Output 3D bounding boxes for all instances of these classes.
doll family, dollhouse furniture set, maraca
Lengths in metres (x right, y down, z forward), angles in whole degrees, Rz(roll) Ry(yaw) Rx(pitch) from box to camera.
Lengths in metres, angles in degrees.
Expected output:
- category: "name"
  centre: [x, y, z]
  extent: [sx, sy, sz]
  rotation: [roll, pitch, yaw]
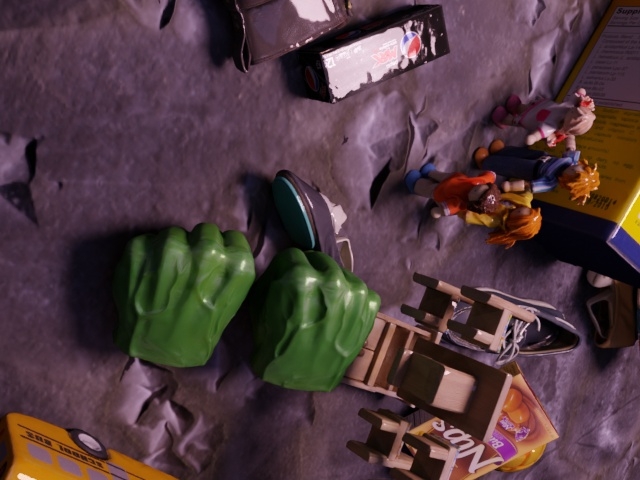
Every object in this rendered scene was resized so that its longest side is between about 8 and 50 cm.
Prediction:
- category: "doll family"
  centre: [0.250, -0.077, 0.865]
  extent: [0.263, 0.163, 0.118]
  rotation: [-39, 122, -15]
- category: "dollhouse furniture set"
  centre: [0.130, 0.160, 0.816]
  extent: [0.161, 0.242, 0.212]
  rotation: [24, 85, -35]
- category: "maraca"
  centre: [0.298, 0.302, 1.067]
  extent: [0.127, 0.099, 0.186]
  rotation: [-47, 149, 1]

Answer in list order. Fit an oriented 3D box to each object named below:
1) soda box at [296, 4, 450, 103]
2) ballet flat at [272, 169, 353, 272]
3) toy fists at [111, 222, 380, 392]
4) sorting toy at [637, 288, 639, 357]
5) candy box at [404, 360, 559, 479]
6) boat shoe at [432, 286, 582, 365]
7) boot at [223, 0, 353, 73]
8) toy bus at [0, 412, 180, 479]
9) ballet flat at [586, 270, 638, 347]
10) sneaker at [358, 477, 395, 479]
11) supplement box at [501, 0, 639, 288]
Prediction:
- category: "soda box"
  centre: [0.061, -0.210, 0.771]
  extent: [0.169, 0.053, 0.060]
  rotation: [-27, 119, -21]
- category: "ballet flat"
  centre: [0.000, 0.000, 0.796]
  extent: [0.074, 0.074, 0.203]
  rotation: [-27, 120, -22]
- category: "toy fists"
  centre: [-0.073, 0.061, 0.722]
  extent: [0.279, 0.096, 0.142]
  rotation: [15, 118, -17]
- category: "sorting toy"
  centre: [0.536, 0.101, 1.126]
  extent: [0.208, 0.038, 0.193]
  rotation: [59, 41, -38]
- category: "candy box"
  centre: [0.217, 0.261, 0.959]
  extent: [0.187, 0.053, 0.109]
  rotation: [-31, 98, 12]
- category: "boat shoe"
  centre: [0.273, 0.130, 1.000]
  extent: [0.255, 0.079, 0.095]
  rotation: [13, 104, -33]
- category: "boot"
  centre: [-0.019, -0.318, 0.678]
  extent: [0.263, 0.091, 0.229]
  rotation: [-37, 127, -12]
- category: "toy bus"
  centre: [-0.212, 0.298, 0.725]
  extent: [0.333, 0.130, 0.108]
  rotation: [40, 83, -34]
- category: "ballet flat"
  centre: [0.465, 0.081, 1.110]
  extent: [0.073, 0.080, 0.232]
  rotation: [-13, 113, 5]
- category: "sneaker"
  centre: [0.015, 0.331, 0.804]
  extent: [0.129, 0.297, 0.111]
  rotation: [31, 50, -25]
- category: "supplement box"
  centre: [0.444, -0.134, 0.947]
  extent: [0.195, 0.194, 0.356]
  rotation: [32, 88, -35]
